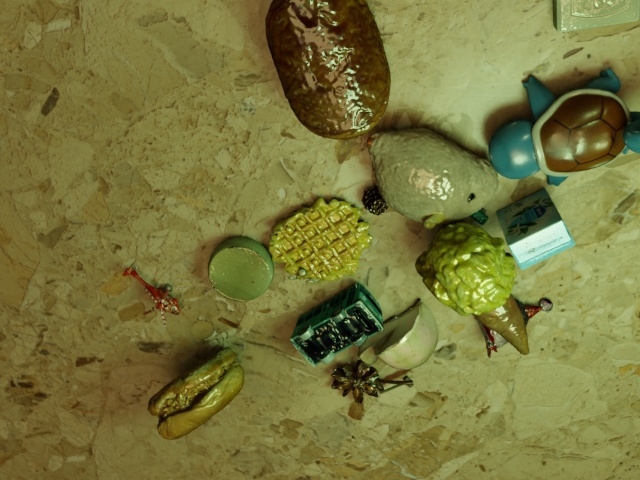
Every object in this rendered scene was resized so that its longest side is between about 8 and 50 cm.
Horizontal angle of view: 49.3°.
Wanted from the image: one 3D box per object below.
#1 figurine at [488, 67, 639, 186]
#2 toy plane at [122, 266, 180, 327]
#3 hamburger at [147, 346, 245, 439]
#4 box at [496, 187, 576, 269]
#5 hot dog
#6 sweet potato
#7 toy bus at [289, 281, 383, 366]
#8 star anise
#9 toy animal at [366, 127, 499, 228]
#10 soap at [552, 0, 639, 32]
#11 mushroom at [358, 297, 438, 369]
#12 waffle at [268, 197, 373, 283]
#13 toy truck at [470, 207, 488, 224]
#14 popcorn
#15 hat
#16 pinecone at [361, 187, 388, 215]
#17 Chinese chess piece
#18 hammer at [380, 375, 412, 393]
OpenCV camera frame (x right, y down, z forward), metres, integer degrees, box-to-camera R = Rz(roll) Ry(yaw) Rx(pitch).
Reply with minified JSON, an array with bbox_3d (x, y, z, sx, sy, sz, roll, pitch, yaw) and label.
[{"bbox_3d":[0.627,-0.251,1.687,0.416,0.243,0.298,-4,127,30],"label":"figurine"},{"bbox_3d":[-0.496,0.157,2.054,0.194,0.077,0.126,26,112,2],"label":"toy plane"},{"bbox_3d":[-0.354,0.443,2.054,0.318,0.318,0.158,-36,92,20],"label":"hamburger"},{"bbox_3d":[0.539,-0.033,1.766,0.142,0.232,0.083,-28,109,18],"label":"box"},{"bbox_3d":[0.025,-0.429,1.646,0.266,0.174,0.388,-19,114,4],"label":"hot dog"},{"bbox_3d":[0.452,0.166,1.868,0.131,0.131,0.337,-31,81,18],"label":"sweet potato"},{"bbox_3d":[0.052,0.237,1.994,0.256,0.147,0.128,-32,110,24],"label":"toy bus"},{"bbox_3d":[0.143,0.437,2.120,0.233,0.073,0.177,24,131,-2],"label":"star anise"},{"bbox_3d":[0.264,-0.155,1.762,0.358,0.188,0.227,26,110,-7],"label":"toy animal"},{"bbox_3d":[0.631,-0.555,1.600,0.183,0.064,0.121,-7,117,10],"label":"soap"},{"bbox_3d":[0.242,0.322,2.007,0.236,0.162,0.173,-35,106,21],"label":"mushroom"},{"bbox_3d":[0.000,-0.001,1.935,0.280,0.060,0.262,12,113,-2],"label":"waffle"},{"bbox_3d":[0.409,-0.078,1.863,0.083,0.044,0.039,36,111,-12],"label":"toy truck"},{"bbox_3d":[0.352,0.072,1.741,0.251,0.205,0.237,-17,92,46],"label":"popcorn"},{"bbox_3d":[0.550,0.223,1.960,0.227,0.140,0.129,-20,130,1],"label":"hat"},{"bbox_3d":[0.147,-0.102,1.857,0.077,0.083,0.077,0,131,0],"label":"pinecone"},{"bbox_3d":[-0.226,0.082,1.986,0.188,0.083,0.189,1,113,3],"label":"Chinese chess piece"},{"bbox_3d":[0.232,0.451,2.154,0.110,0.019,0.035,-27,110,23],"label":"hammer"}]
